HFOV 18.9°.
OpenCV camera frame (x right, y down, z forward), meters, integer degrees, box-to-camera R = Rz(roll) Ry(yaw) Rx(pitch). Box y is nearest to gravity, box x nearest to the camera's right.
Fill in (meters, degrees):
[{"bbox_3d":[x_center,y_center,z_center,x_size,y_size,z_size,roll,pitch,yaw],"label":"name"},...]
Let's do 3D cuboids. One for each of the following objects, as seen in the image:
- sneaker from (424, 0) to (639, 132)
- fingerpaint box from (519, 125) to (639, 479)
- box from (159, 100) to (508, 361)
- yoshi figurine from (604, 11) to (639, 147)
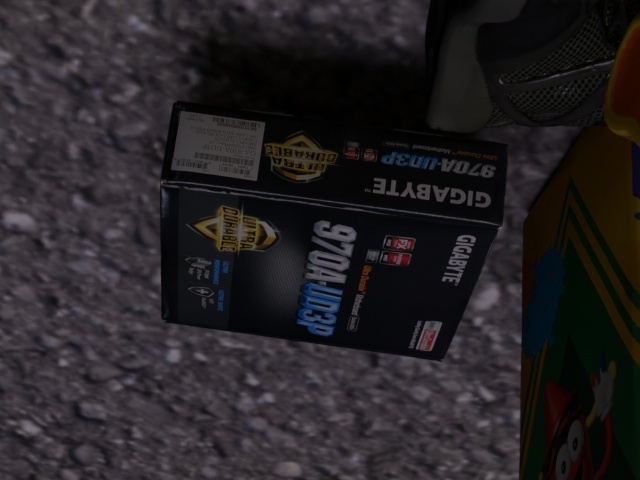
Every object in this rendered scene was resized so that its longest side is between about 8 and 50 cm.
[{"bbox_3d":[0.122,-0.118,0.901,0.130,0.087,0.227,0,156,-3],"label":"sneaker"},{"bbox_3d":[0.334,0.137,0.981,0.445,0.371,0.163,14,141,-10],"label":"fingerpaint box"},{"bbox_3d":[0.000,0.000,1.062,0.175,0.051,0.220,8,158,-2],"label":"box"},{"bbox_3d":[0.318,-0.090,0.855,0.362,0.203,0.203,11,159,-8],"label":"yoshi figurine"}]
